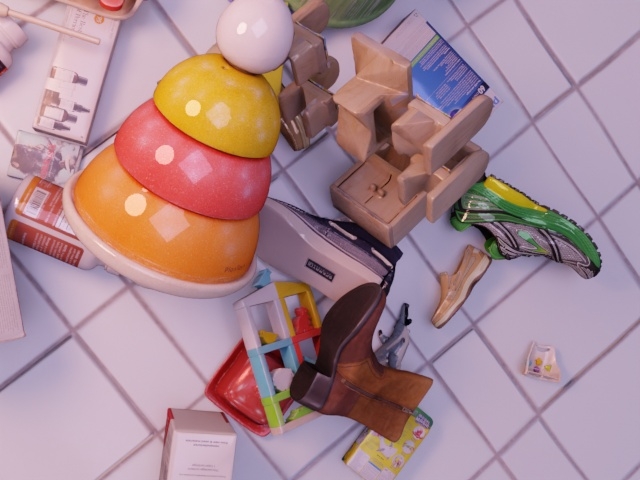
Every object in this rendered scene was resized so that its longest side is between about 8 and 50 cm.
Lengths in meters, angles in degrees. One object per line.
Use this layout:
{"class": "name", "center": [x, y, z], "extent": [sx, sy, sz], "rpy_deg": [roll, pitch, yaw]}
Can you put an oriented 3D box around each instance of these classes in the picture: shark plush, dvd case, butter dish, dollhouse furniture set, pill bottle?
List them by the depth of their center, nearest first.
{"class": "pill bottle", "center": [-0.607, -0.316, 1.387], "extent": [0.108, 0.108, 0.193], "rpy_deg": [46, 80, -10]}
{"class": "dollhouse furniture set", "center": [0.143, -0.211, 1.405], "extent": [0.362, 0.394, 0.256], "rpy_deg": [37, 69, 28]}
{"class": "pill bottle", "center": [-0.442, -0.021, 1.422], "extent": [0.216, 0.121, 0.121], "rpy_deg": [25, 84, -13]}
{"class": "dvd case", "center": [-0.502, -0.146, 1.462], "extent": [0.119, 0.013, 0.087], "rpy_deg": [14, 86, -15]}
{"class": "butter dish", "center": [-0.112, 0.277, 1.506], "extent": [0.160, 0.118, 0.160], "rpy_deg": [39, 81, -10]}
{"class": "shark plush", "center": [0.142, 0.201, 1.606], "extent": [0.067, 0.073, 0.161], "rpy_deg": [20, 90, 17]}

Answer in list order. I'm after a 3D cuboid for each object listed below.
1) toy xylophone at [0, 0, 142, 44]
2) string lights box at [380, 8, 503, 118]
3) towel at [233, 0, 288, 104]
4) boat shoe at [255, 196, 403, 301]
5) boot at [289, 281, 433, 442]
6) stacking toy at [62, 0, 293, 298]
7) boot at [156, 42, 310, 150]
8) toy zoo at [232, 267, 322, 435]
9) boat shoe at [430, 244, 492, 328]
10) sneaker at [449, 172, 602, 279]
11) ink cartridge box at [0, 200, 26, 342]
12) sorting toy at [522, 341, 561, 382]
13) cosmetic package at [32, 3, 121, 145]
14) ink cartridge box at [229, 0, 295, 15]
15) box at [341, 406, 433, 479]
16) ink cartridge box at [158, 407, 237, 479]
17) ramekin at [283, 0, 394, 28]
{"class": "toy xylophone", "center": [-0.448, -0.465, 1.398], "extent": [0.322, 0.081, 0.236], "rpy_deg": [9, 53, -18]}
{"class": "string lights box", "center": [0.228, -0.320, 1.614], "extent": [0.259, 0.077, 0.133], "rpy_deg": [44, 81, -10]}
{"class": "towel", "center": [-0.119, -0.332, 1.471], "extent": [0.102, 0.021, 0.237], "rpy_deg": [6, 80, -7]}
{"class": "boat shoe", "center": [0.000, 0.000, 1.548], "extent": [0.340, 0.127, 0.158], "rpy_deg": [36, 39, 6]}
{"class": "boot", "center": [0.117, 0.233, 1.482], "extent": [0.280, 0.096, 0.264], "rpy_deg": [27, 90, -33]}
{"class": "stacking toy", "center": [-0.174, -0.177, 1.294], "extent": [0.350, 0.350, 0.480], "rpy_deg": [26, 113, -13]}
{"class": "boot", "center": [-0.160, -0.240, 1.506], "extent": [0.203, 0.095, 0.262], "rpy_deg": [-36, 97, -12]}
{"class": "toy zoo", "center": [-0.061, 0.193, 1.494], "extent": [0.192, 0.030, 0.293], "rpy_deg": [-10, 81, -51]}
{"class": "boat shoe", "center": [0.271, 0.091, 1.637], "extent": [0.072, 0.068, 0.190], "rpy_deg": [37, 71, 1]}
{"class": "sneaker", "center": [0.419, -0.008, 1.649], "extent": [0.343, 0.134, 0.146], "rpy_deg": [28, 90, -4]}
{"class": "ink cartridge box", "center": [-0.637, 0.026, 1.344], "extent": [0.130, 0.272, 0.309], "rpy_deg": [-11, 94, -45]}
{"class": "sorting toy", "center": [0.467, 0.255, 1.694], "extent": [0.083, 0.045, 0.075], "rpy_deg": [16, 79, -13]}
{"class": "cosmetic package", "center": [-0.441, -0.302, 1.453], "extent": [0.099, 0.060, 0.239], "rpy_deg": [15, 86, -15]}
{"class": "ink cartridge box", "center": [-0.018, -0.529, 1.563], "extent": [0.186, 0.065, 0.311], "rpy_deg": [43, 82, -10]}
{"class": "box", "center": [0.137, 0.402, 1.608], "extent": [0.105, 0.043, 0.179], "rpy_deg": [41, 83, -10]}
{"class": "ink cartridge box", "center": [-0.231, 0.458, 1.434], "extent": [0.114, 0.197, 0.273], "rpy_deg": [8, 88, -14]}
{"class": "ramekin", "center": [0.046, -0.560, 1.471], "extent": [0.303, 0.148, 0.303], "rpy_deg": [0, 89, -16]}
